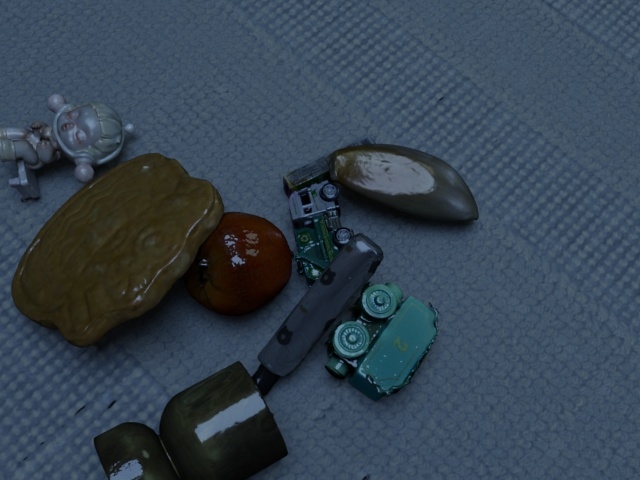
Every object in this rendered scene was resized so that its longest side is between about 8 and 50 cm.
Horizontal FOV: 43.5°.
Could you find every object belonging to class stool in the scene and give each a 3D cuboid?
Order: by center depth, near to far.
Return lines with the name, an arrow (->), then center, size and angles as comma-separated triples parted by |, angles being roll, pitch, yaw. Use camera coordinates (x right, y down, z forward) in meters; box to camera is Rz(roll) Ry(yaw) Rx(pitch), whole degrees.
stool -> -0.207, 0.334, 1.302 | 0.264, 0.179, 0.179 | -27, 69, -14

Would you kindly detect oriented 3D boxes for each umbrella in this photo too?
umbrella -> -0.013, 0.133, 1.406 | 0.073, 0.067, 0.337 | 40, 95, 15

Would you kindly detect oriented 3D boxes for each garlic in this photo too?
garlic -> 0.163, -0.120, 1.555 | 0.318, 0.112, 0.143 | 11, 47, -5

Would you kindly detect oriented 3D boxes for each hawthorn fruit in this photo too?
hawthorn fruit -> -0.133, 0.039, 1.465 | 0.225, 0.196, 0.196 | -10, 61, -39

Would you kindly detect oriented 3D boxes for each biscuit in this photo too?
biscuit -> -0.374, 0.001, 1.427 | 0.365, 0.062, 0.385 | 29, 72, 42

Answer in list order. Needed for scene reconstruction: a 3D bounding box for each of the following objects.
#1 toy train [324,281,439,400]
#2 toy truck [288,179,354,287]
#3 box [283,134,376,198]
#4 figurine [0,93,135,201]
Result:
toy train -> 0.109, 0.178, 1.432 | 0.163, 0.112, 0.203 | 36, 70, 6
toy truck -> 0.000, 0.000, 1.512 | 0.116, 0.110, 0.216 | -14, 64, -4
box -> 0.020, -0.147, 1.613 | 0.207, 0.050, 0.041 | -27, 65, -15
figurine -> -0.491, -0.187, 1.573 | 0.256, 0.144, 0.182 | -17, 46, -8
